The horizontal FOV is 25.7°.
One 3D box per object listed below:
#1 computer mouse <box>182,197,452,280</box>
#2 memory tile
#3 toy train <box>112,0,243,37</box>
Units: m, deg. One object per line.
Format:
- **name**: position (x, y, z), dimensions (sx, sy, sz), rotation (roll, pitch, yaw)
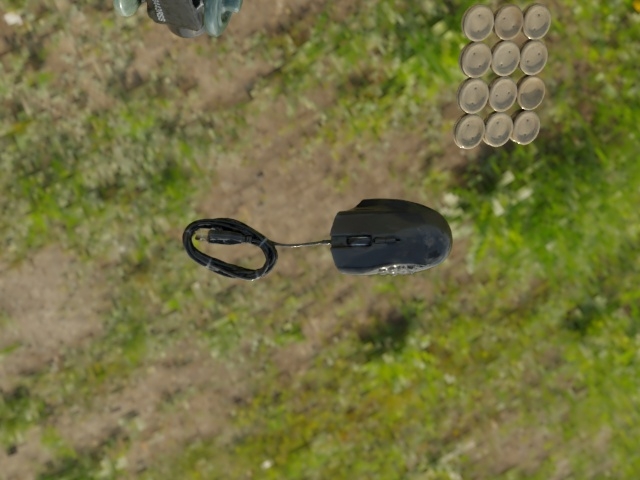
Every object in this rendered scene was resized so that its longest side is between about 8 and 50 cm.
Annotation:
- **computer mouse**: position (0.000, 0.000, 1.238), dimensions (0.242, 0.071, 0.041), rotation (-3, 179, -8)
- **memory tile**: position (0.183, -0.167, 1.421), dimensions (0.113, 0.012, 0.148), rotation (-8, 111, -31)
- **toy train**: position (-0.138, -0.337, 1.344), dimensions (0.142, 0.190, 0.334), rotation (13, 157, 12)
